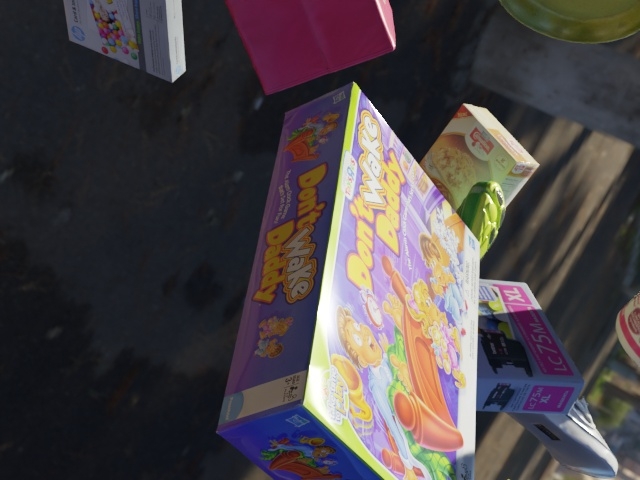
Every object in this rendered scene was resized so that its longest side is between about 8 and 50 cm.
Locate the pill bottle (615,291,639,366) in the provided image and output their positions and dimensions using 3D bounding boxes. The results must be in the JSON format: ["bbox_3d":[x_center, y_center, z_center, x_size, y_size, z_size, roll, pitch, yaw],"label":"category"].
[{"bbox_3d":[0.616,0.088,1.764,0.160,0.160,0.283,-33,164,-51],"label":"pill bottle"}]

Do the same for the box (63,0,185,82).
[{"bbox_3d":[-0.279,-0.318,1.567,0.038,0.186,0.145,-49,156,-37],"label":"box"}]

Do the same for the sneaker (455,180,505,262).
[{"bbox_3d":[0.183,0.008,1.675,0.109,0.123,0.295,-51,172,-37],"label":"sneaker"}]

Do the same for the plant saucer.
[{"bbox_3d":[0.363,-0.371,1.577,0.241,0.241,0.037,77,30,-62],"label":"plant saucer"}]

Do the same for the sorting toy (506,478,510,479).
[{"bbox_3d":[0.316,0.498,1.661,0.132,0.275,0.046,-36,168,36],"label":"sorting toy"}]

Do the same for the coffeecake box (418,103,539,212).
[{"bbox_3d":[0.233,-0.099,1.766,0.068,0.142,0.185,3,131,-47],"label":"coffeecake box"}]

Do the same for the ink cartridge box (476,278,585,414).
[{"bbox_3d":[0.130,0.113,1.285,0.311,0.186,0.065,4,125,-20],"label":"ink cartridge box"}]

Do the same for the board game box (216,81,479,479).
[{"bbox_3d":[0.042,0.068,0.935,0.233,0.078,0.347,47,35,-34],"label":"board game box"}]

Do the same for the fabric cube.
[{"bbox_3d":[-0.030,-0.461,1.999,0.254,0.259,0.258,-92,161,-57],"label":"fabric cube"}]

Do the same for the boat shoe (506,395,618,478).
[{"bbox_3d":[0.358,0.257,1.619,0.258,0.095,0.084,44,58,-31],"label":"boat shoe"}]
